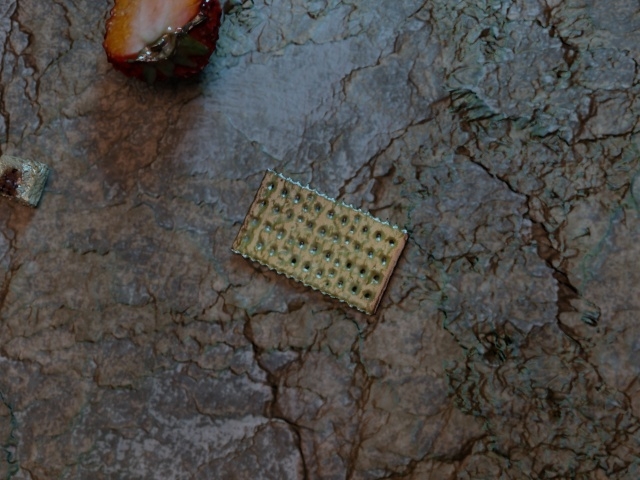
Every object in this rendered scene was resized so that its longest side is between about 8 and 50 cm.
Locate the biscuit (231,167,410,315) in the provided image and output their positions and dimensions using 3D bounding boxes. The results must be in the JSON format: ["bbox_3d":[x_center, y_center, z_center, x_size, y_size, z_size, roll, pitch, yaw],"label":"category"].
[{"bbox_3d":[0.000,0.000,1.366,0.231,0.016,0.139,24,85,13],"label":"biscuit"}]

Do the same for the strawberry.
[{"bbox_3d":[-0.221,-0.325,1.431,0.190,0.111,0.237,-23,53,16],"label":"strawberry"}]

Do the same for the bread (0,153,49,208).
[{"bbox_3d":[-0.457,-0.093,1.456,0.083,0.035,0.070,19,82,16],"label":"bread"}]
